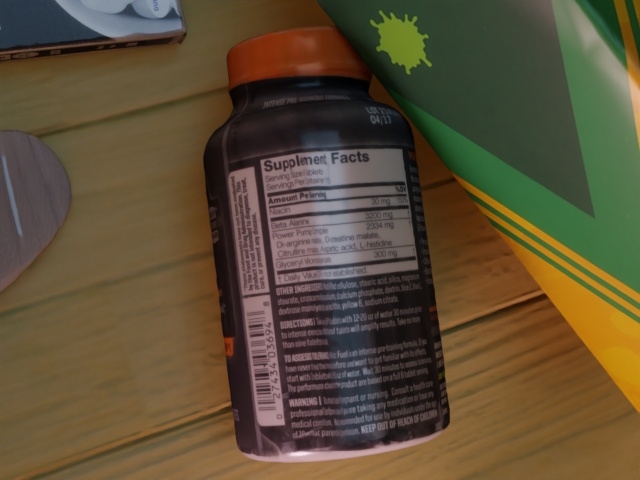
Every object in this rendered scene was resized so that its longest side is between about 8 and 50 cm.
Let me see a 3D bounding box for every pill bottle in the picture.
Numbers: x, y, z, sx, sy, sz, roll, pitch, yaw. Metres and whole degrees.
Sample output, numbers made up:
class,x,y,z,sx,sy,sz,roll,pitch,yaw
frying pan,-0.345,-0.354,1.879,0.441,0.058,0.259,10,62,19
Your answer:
class,x,y,z,sx,sy,sz,roll,pitch,yaw
pill bottle,0.000,0.000,0.597,0.130,0.130,0.245,-6,86,-17

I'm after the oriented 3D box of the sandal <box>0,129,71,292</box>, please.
class,x,y,z,sx,sy,sz,roll,pitch,yaw
sandal,-0.249,0.037,0.556,0.265,0.076,0.102,-46,108,-36

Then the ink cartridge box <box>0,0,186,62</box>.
class,x,y,z,sx,sy,sz,roll,pitch,yaw
ink cartridge box,-0.202,-0.210,0.603,0.208,0.045,0.206,-10,88,-16

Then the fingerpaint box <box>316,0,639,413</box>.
class,x,y,z,sx,sy,sz,roll,pitch,yaw
fingerpaint box,0.255,-0.179,0.620,0.445,0.163,0.371,-42,97,-30
